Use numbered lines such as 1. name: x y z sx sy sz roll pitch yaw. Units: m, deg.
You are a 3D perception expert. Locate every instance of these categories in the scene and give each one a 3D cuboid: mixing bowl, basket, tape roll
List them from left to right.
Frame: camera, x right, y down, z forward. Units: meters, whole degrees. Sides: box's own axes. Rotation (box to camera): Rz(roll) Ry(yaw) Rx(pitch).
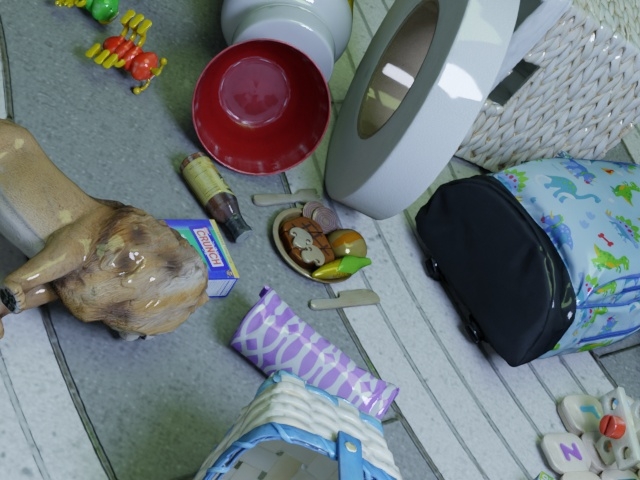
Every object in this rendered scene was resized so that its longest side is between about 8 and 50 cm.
1. mixing bowl: -0.083 -0.186 1.673 0.181 0.181 0.098 23 14 -17
2. basket: -0.031 0.276 1.164 0.201 0.255 0.289 31 28 -11
3. tape roll: 0.127 -0.213 1.666 0.072 0.392 0.392 25 40 -15
4. basket: 0.342 -0.300 1.971 0.266 0.328 0.331 26 40 -21

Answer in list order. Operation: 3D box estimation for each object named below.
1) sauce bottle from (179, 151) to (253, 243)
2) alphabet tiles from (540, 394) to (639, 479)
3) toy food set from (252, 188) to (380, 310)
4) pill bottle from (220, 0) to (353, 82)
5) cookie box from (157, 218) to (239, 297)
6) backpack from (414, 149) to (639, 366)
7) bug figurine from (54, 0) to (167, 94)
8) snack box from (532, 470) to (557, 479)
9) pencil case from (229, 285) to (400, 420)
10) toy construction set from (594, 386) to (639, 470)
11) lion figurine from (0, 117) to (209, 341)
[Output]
1. sauce bottle: -0.129 -0.052 1.585 0.042 0.042 0.128 -16 65 -45
2. alphabet tiles: 0.413 0.324 1.640 0.278 0.021 0.284 4 50 -35
3. toy food set: 0.000 0.000 1.631 0.132 0.038 0.192 -6 56 -41
4. pill bottle: -0.044 -0.353 1.829 0.188 0.188 0.334 23 41 -18
5. cookie box: -0.161 0.021 1.486 0.107 0.040 0.092 0 51 -39
6. backpack: 0.358 0.019 1.750 0.355 0.273 0.290 14 36 -44
7. bug figurine: -0.224 -0.335 1.701 0.216 0.072 0.279 38 75 22
8. snack box: 0.272 0.351 1.478 0.100 0.037 0.141 31 44 4
9. pencil case: -0.004 0.142 1.449 0.206 0.086 0.088 38 51 0
10. toy construction set: 0.510 0.287 1.615 0.328 0.151 0.215 10 70 -19
11. lion figurine: -0.307 -0.034 1.342 0.392 0.142 0.240 48 47 7
